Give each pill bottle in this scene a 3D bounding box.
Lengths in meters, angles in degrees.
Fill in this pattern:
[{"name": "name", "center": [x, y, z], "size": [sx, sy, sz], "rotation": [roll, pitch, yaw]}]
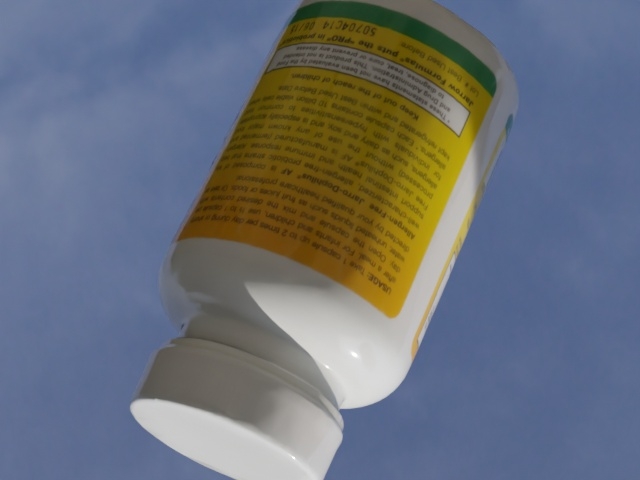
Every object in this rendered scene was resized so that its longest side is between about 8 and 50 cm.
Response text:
[{"name": "pill bottle", "center": [0.000, 0.000, 0.674], "size": [0.118, 0.117, 0.208], "rotation": [19, -113, 14]}]
